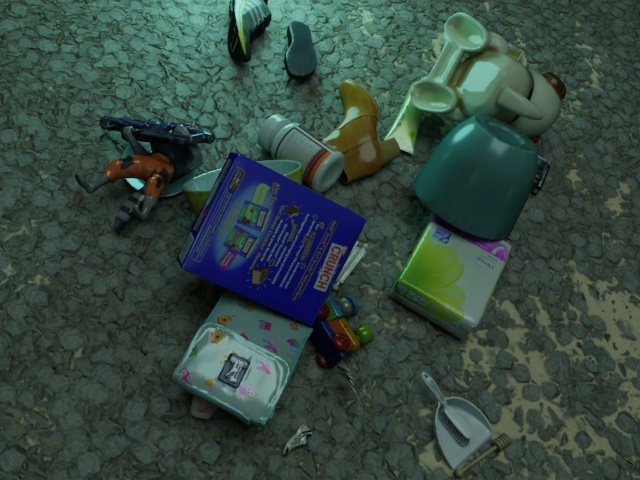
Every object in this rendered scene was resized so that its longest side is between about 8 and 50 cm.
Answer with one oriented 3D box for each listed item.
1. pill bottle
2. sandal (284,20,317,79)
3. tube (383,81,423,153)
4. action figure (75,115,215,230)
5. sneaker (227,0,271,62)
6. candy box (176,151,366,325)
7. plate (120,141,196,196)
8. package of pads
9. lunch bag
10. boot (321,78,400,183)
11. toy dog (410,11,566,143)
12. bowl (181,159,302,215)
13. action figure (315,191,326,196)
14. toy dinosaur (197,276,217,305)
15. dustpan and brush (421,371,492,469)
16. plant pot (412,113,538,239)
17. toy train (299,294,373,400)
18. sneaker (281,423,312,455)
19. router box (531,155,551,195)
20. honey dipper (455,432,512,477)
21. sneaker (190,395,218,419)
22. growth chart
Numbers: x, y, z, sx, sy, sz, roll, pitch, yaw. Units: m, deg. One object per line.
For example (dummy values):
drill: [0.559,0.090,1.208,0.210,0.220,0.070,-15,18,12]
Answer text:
pill bottle: [-0.053,-0.232,1.846,0.221,0.121,0.121,38,57,21]
sandal: [-0.062,-0.556,2.096,0.097,0.054,0.255,15,47,-15]
tube: [0.262,-0.360,2.062,0.070,0.062,0.240,-1,54,37]
action figure: [-0.426,-0.189,1.711,0.341,0.179,0.330,18,44,31]
sneaker: [-0.204,-0.645,2.072,0.121,0.111,0.300,8,60,-16]
candy box: [-0.105,-0.002,1.514,0.317,0.122,0.268,27,93,-19]
plate: [-0.410,-0.184,1.784,0.188,0.024,0.188,7,59,-12]
package of pads: [0.337,0.080,1.792,0.229,0.101,0.297,31,57,5]
lunch bag: [-0.163,0.252,1.478,0.223,0.160,0.262,27,35,3]
boot: [0.070,-0.307,1.947,0.211,0.104,0.295,-24,73,-27]
toy dog: [0.535,-0.432,2.016,0.407,0.285,0.395,11,13,-46]
bowl: [-0.175,-0.086,1.694,0.289,0.289,0.156,-18,109,-24]
action figure: [0.000,-0.081,1.837,0.038,0.030,0.115,7,61,-15]
toy dinosaur: [-0.246,0.086,1.663,0.092,0.053,0.183,-6,53,-1]
dustpan and brush: [0.293,0.394,1.613,0.147,0.060,0.211,-31,72,-29]
plant pot: [0.421,-0.183,1.828,0.292,0.235,0.293,19,30,-11]
toy train: [0.068,0.241,1.627,0.143,0.105,0.248,-17,65,-39]
sneaker: [-0.048,0.433,1.510,0.037,0.032,0.083,38,58,9]
router box: [0.620,-0.203,2.078,0.092,0.038,0.122,29,56,3]
honey dipper: [0.367,0.489,1.598,0.160,0.030,0.030,-24,69,-23]
sneaker: [-0.229,0.339,1.512,0.051,0.070,0.134,34,25,25]
growth chart: [0.000,0.000,1.774,0.237,0.021,0.172,43,72,12]
